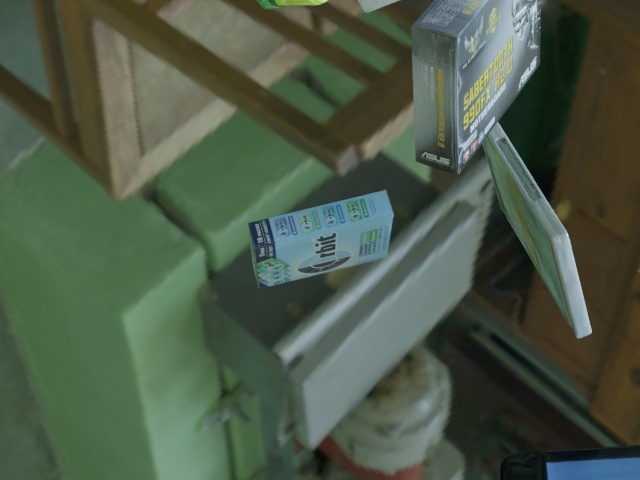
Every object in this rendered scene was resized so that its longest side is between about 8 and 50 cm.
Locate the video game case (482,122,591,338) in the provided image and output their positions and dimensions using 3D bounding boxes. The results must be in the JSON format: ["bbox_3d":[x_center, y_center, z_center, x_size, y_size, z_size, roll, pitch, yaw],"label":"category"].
[{"bbox_3d":[0.288,-0.028,1.860,0.025,0.285,0.204,-23,134,1],"label":"video game case"}]

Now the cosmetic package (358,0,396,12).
[{"bbox_3d":[0.097,-0.437,1.395,0.217,0.385,0.156,-19,138,13],"label":"cosmetic package"}]

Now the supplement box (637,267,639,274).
[{"bbox_3d":[0.595,0.078,1.937,0.191,0.194,0.129,-23,172,-13],"label":"supplement box"}]

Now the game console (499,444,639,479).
[{"bbox_3d":[0.367,0.333,1.704,0.173,0.293,0.250,74,14,-49],"label":"game console"}]

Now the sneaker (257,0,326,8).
[{"bbox_3d":[-0.045,-0.422,1.822,0.123,0.295,0.109,-14,136,17],"label":"sneaker"}]

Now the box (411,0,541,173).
[{"bbox_3d":[0.177,-0.214,1.504,0.231,0.056,0.183,-51,149,-39],"label":"box"}]

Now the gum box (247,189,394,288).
[{"bbox_3d":[0.000,0.000,1.805,0.184,0.041,0.157,-14,160,-5],"label":"gum box"}]
